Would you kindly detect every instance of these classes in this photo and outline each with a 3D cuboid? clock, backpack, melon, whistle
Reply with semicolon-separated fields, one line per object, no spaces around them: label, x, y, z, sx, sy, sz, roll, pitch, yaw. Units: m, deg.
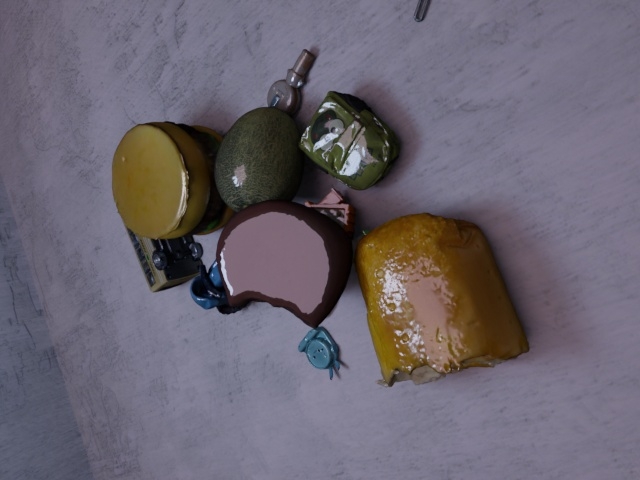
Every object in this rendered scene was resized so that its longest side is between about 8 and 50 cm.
clock;0.006;0.339;1.395;0.147;0.045;0.108;47;122;21
backpack;0.080;-0.249;1.204;0.253;0.140;0.207;43;119;16
melon;-0.163;-0.218;1.296;0.248;0.248;0.330;-10;54;37
clock;0.000;0.000;1.279;0.255;0.106;0.220;-42;78;9
whistle;-0.088;-0.444;1.346;0.107;0.057;0.220;48;119;22

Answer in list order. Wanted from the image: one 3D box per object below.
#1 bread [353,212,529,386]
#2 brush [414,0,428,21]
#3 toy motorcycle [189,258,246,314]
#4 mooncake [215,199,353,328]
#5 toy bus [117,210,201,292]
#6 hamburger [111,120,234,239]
bread;0.230;0.137;1.073;0.360;0.250;0.395;-24;81;35
brush;0.267;-0.645;1.074;0.062;0.027;0.267;28;113;31
toy motorcycle;-0.253;0.082;1.432;0.172;0.232;0.416;51;122;33
mooncake;-0.077;0.058;1.148;0.325;0.174;0.334;-20;87;10
toy bus;-0.588;-0.008;1.703;0.201;0.176;0.366;-32;79;41
hamburger;-0.458;-0.190;1.514;0.395;0.277;0.397;5;100;33
